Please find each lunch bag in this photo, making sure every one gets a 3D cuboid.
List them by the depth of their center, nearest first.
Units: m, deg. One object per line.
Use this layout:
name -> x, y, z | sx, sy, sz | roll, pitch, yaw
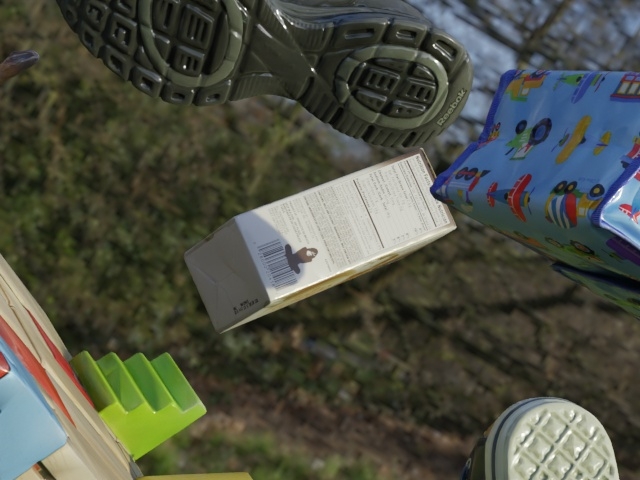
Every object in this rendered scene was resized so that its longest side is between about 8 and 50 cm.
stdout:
lunch bag -> 0.273, 0.001, 1.215 | 0.293, 0.138, 0.221 | 39, -12, -27

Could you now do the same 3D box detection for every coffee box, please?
coffee box -> 0.000, 0.000, 1.605 | 0.141, 0.247, 0.098 | -30, -98, 58

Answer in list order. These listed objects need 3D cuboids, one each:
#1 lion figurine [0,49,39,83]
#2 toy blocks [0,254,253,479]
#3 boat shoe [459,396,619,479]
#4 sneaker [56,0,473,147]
lion figurine -> -0.397, -0.010, 1.304 | 0.142, 0.240, 0.392 | 37, 45, 21
toy blocks -> -0.181, 0.065, 0.724 | 0.381, 0.191, 0.261 | 49, -10, 45
boat shoe -> 0.227, 0.410, 1.511 | 0.187, 0.500, 0.156 | -1, -11, -18
sneaker -> -0.045, -0.145, 1.002 | 0.286, 0.109, 0.130 | 19, 22, -19
